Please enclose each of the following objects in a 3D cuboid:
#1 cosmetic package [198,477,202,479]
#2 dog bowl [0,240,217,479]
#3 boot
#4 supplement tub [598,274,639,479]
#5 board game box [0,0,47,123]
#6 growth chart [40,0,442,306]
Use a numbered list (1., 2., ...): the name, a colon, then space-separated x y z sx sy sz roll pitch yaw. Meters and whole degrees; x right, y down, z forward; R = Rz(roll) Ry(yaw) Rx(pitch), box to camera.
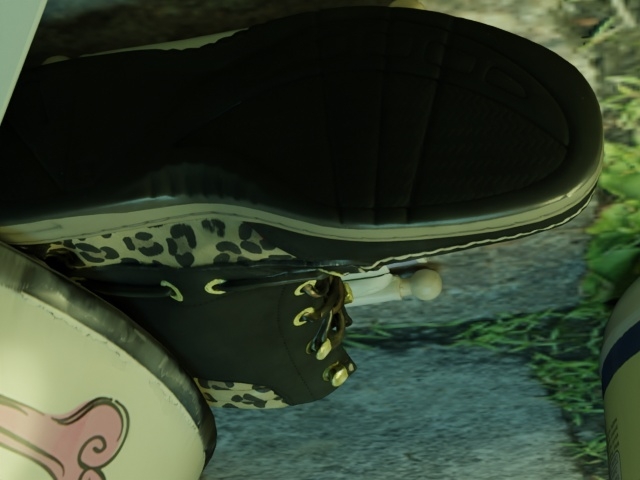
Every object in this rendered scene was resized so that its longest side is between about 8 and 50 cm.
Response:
1. cosmetic package: -0.128 0.243 1.017 0.151 0.151 0.184 -11 146 6
2. dog bowl: -0.256 0.097 0.689 0.408 0.150 0.408 11 156 5
3. boot: -0.001 -0.002 0.627 0.236 0.085 0.178 -3 152 18
4. supplement tub: 0.249 0.169 0.724 0.235 0.325 0.235 0 151 0
5. board game box: -0.217 -0.126 0.429 0.303 0.097 0.224 9 149 -19
6. growth chart: -0.017 -0.021 0.696 0.172 0.021 0.237 -4 151 6
